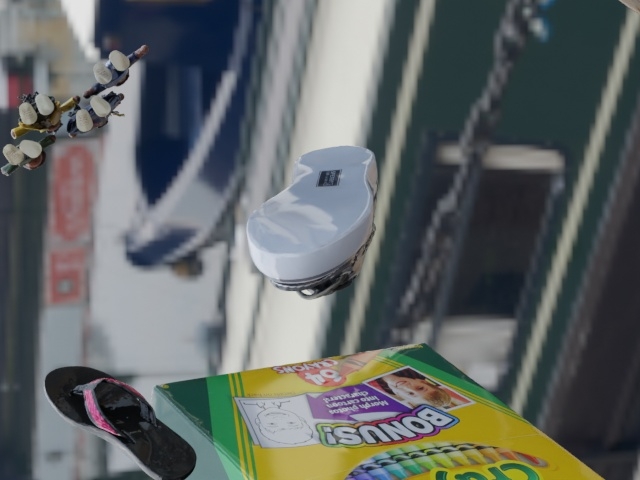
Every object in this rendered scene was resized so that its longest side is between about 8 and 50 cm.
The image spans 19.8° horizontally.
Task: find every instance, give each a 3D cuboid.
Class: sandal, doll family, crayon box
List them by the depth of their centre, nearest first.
[{"bbox_3d":[-0.191,0.167,1.762,0.179,0.067,0.040,32,143,23],"label":"sandal"},{"bbox_3d":[0.053,0.236,1.876,0.313,0.363,0.106,35,123,46],"label":"crayon box"},{"bbox_3d":[-0.255,-0.137,1.899,0.111,0.193,0.076,78,167,-87],"label":"doll family"}]

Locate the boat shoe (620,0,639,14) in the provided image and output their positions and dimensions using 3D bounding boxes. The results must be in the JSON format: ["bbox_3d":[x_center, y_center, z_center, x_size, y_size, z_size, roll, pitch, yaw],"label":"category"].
[{"bbox_3d":[0.320,-0.185,1.256,0.285,0.089,0.104,20,112,36],"label":"boat shoe"}]

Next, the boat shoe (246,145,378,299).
[{"bbox_3d":[0.000,0.000,1.239,0.228,0.080,0.076,-75,-18,-71],"label":"boat shoe"}]
